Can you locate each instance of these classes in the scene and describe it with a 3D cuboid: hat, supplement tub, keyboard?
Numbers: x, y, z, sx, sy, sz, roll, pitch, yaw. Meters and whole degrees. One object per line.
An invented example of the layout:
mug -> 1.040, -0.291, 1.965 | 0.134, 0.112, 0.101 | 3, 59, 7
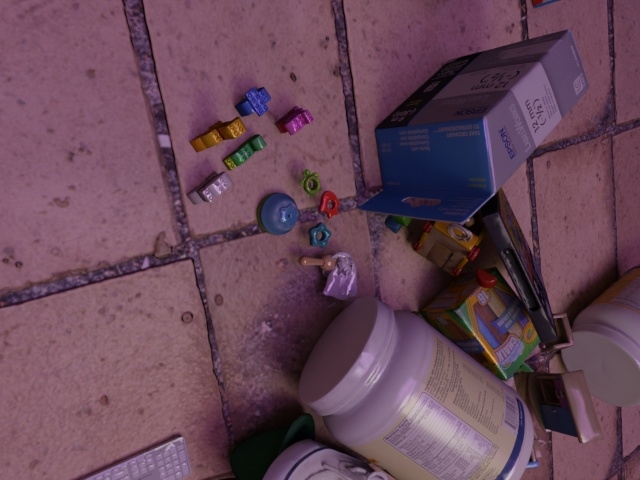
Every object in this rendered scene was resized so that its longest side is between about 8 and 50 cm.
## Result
hat -> -0.129, 0.349, 0.824 | 0.208, 0.183, 0.173 | 10, 90, -70
supplement tub -> 0.779, 0.225, 1.239 | 0.331, 0.241, 0.241 | -30, 111, -25
supplement tub -> 0.150, 0.263, 0.826 | 0.324, 0.235, 0.236 | 37, 76, -11
keyboard -> -0.311, 0.360, 0.715 | 0.255, 0.014, 0.072 | -16, 105, -29

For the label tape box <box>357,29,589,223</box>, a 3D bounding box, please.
label tape box -> 0.226, -0.185, 0.831 | 0.347, 0.249, 0.115 | -42, 116, -20

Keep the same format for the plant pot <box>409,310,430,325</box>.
plant pot -> 0.186, 0.180, 0.966 | 0.083, 0.083, 0.079 | -36, 102, -23

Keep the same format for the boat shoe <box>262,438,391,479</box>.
boat shoe -> 0.047, 0.412, 0.783 | 0.367, 0.156, 0.136 | 46, 62, -53

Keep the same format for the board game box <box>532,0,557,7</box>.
board game box -> 0.506, -0.700, 1.030 | 0.308, 0.086, 0.302 | -44, 117, -19

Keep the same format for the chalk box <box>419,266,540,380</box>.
chalk box -> 0.323, 0.179, 0.977 | 0.132, 0.132, 0.213 | -38, 93, -22

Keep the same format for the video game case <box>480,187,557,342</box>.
video game case -> 0.365, 0.016, 0.950 | 0.249, 0.035, 0.275 | 61, 25, -12

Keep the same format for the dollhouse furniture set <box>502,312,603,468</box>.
dollhouse furniture set -> 0.398, 0.335, 1.122 | 0.302, 0.198, 0.287 | -10, 75, -1

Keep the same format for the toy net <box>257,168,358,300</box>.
toy net -> 0.000, 0.000, 0.842 | 0.122, 0.045, 0.232 | -47, 119, -20

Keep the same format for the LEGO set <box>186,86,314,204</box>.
LEGO set -> -0.106, -0.152, 0.723 | 0.227, 0.093, 0.087 | -45, 117, -19

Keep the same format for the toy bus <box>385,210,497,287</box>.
toy bus -> 0.239, -0.018, 0.898 | 0.191, 0.202, 0.104 | 46, 72, -33
